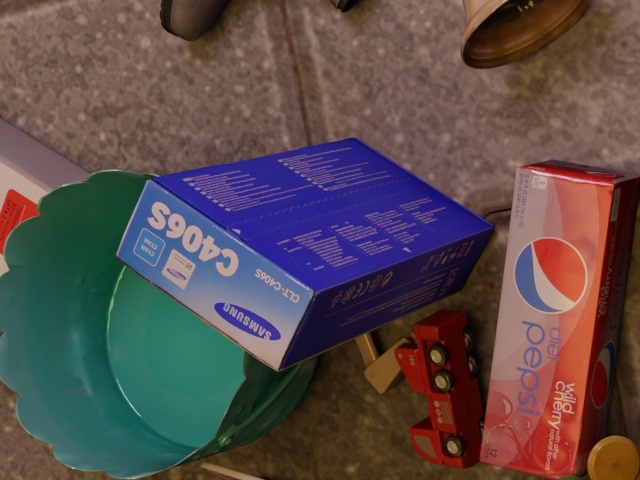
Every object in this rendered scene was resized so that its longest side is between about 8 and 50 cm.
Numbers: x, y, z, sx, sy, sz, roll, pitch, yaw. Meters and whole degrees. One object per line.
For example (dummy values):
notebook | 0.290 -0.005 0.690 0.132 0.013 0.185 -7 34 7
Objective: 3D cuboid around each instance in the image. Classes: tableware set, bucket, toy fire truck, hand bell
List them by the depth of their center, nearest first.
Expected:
tableware set | 0.270 0.201 1.395 0.154 0.024 0.104 -39 102 -6
hand bell | 0.123 -0.281 1.416 0.126 0.126 0.242 -37 67 26
toy fire truck | 0.078 0.109 1.501 0.135 0.047 0.192 3 110 44
bucket | -0.141 0.076 1.510 0.281 0.183 0.281 -2 86 24

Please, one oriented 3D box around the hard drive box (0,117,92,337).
hard drive box | -0.364 -0.035 1.695 0.232 0.089 0.181 30 110 20

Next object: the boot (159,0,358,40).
boot | -0.034 -0.253 1.501 0.161 0.083 0.246 38 114 12

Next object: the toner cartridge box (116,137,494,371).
toner cartridge box | 0.000 0.000 1.364 0.165 0.348 0.075 33 112 20

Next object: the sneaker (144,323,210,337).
sneaker | -0.134 0.095 1.631 0.083 0.032 0.037 -6 111 30

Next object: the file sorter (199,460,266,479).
file sorter | -0.049 0.360 1.486 0.192 0.173 0.278 14 79 26

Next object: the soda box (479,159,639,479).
soda box | 0.205 0.067 1.417 0.092 0.083 0.263 11 101 26
